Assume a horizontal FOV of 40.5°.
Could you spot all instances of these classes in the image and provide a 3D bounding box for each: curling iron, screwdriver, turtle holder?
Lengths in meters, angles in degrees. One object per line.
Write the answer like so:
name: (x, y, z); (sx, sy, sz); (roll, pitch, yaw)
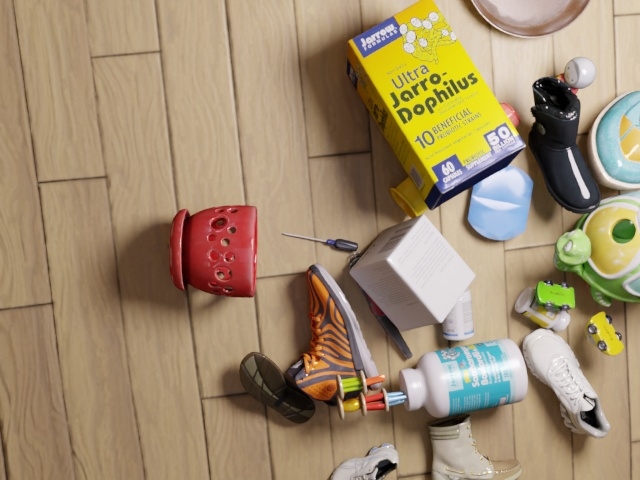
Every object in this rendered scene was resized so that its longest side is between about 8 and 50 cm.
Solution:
curling iron: (0.141, 0.147, 1.927); (0.068, 0.035, 0.274); (-27, 100, -4)
screwdriver: (0.000, 0.000, 1.893); (0.169, 0.025, 0.024); (10, 96, -10)
turtle holder: (0.658, -0.006, 1.858); (0.320, 0.227, 0.243); (19, 68, -4)

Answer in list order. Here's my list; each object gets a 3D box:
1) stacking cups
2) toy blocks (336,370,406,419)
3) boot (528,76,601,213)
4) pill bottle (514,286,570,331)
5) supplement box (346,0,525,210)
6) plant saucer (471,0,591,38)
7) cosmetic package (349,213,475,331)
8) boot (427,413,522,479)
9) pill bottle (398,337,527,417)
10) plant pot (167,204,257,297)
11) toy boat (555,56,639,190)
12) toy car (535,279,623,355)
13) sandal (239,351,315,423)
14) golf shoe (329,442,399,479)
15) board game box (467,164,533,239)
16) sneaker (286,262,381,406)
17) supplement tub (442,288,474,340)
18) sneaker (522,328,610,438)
stacking cups: (0.294, -0.180, 1.889); (0.316, 0.096, 0.096); (-42, 101, -6)
toy blocks: (0.110, 0.322, 1.844); (0.148, 0.054, 0.123); (-9, 131, -8)
boot: (0.506, -0.198, 1.800); (0.094, 0.207, 0.246); (-22, 60, -1)
pill bottle: (0.505, 0.160, 1.967); (0.116, 0.065, 0.065); (31, 92, -11)
supplement box: (0.222, -0.271, 1.755); (0.194, 0.195, 0.357); (-30, 82, -4)
plant saucer: (0.449, -0.592, 1.869); (0.310, 0.050, 0.311); (-1, 98, -8)
cosmetic package: (0.195, 0.072, 1.841); (0.184, 0.151, 0.151); (50, 59, -11)
boot: (0.353, 0.478, 1.983); (0.213, 0.077, 0.165); (-6, 96, -5)
pill bottle: (0.311, 0.308, 1.917); (0.264, 0.146, 0.146); (-10, 99, -7)
plant pot: (-0.217, 0.022, 1.786); (0.174, 0.191, 0.191); (1, 97, 0)
toy boat: (0.632, -0.259, 1.864); (0.318, 0.148, 0.267); (38, 62, -1)
toy car: (0.567, 0.134, 1.935); (0.225, 0.053, 0.239); (11, 67, -19)
sandal: (-0.097, 0.320, 1.908); (0.219, 0.060, 0.090); (40, 96, -25)
golf shoe: (0.097, 0.522, 1.945); (0.176, 0.086, 0.069); (-33, 103, -1)
board game box: (0.398, -0.086, 1.938); (0.133, 0.033, 0.169); (9, 91, -4)
sneaker: (-0.003, 0.220, 1.871); (0.180, 0.124, 0.321); (-24, 100, -6)
supplement tub: (0.305, 0.164, 1.936); (0.071, 0.071, 0.107); (-6, 98, -8)
sneaker: (0.567, 0.327, 1.974); (0.110, 0.118, 0.292); (-35, 99, -1)
